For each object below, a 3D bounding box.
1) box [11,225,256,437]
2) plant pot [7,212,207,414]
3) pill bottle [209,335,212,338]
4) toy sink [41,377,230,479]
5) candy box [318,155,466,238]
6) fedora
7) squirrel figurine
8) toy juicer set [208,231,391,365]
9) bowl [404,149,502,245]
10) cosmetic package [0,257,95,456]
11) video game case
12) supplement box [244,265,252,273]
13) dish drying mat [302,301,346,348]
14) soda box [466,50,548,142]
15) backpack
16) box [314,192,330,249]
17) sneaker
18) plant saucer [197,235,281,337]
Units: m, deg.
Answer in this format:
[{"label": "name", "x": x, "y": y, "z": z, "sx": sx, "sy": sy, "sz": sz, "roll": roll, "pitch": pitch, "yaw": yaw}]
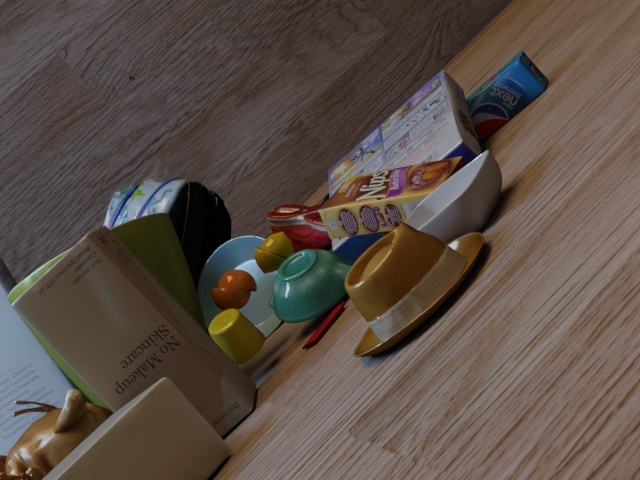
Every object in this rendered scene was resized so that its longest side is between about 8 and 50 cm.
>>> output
[{"label": "box", "x": -0.239, "y": 0.143, "z": 1.327, "sx": 0.148, "sy": 0.311, "sz": 0.121, "roll": -44, "pitch": 5, "yaw": 2}, {"label": "plant pot", "x": -0.282, "y": 0.152, "z": 1.529, "sx": 0.274, "sy": 0.294, "sz": 0.275, "roll": -30, "pitch": -5, "yaw": -3}, {"label": "pill bottle", "x": -0.304, "y": 0.167, "z": 2.109, "sx": 0.363, "sy": 0.210, "sz": 0.210, "roll": -42, "pitch": 6, "yaw": 10}, {"label": "toy sink", "x": -0.239, "y": 0.294, "z": 1.144, "sx": 0.152, "sy": 0.131, "sz": 0.234, "roll": -38, "pitch": 4, "yaw": 45}, {"label": "candy box", "x": 0.104, "y": -0.058, "z": 1.381, "sx": 0.186, "sy": 0.053, "sz": 0.109, "roll": -10, "pitch": 25, "yaw": 32}, {"label": "fedora", "x": 0.084, "y": 0.037, "z": 1.050, "sx": 0.194, "sy": 0.079, "sz": 0.194, "roll": -42, "pitch": 5, "yaw": 5}, {"label": "squirrel figurine", "x": -0.411, "y": 0.383, "z": 1.345, "sx": 0.370, "sy": 0.281, "sz": 0.397, "roll": -34, "pitch": 18, "yaw": -12}, {"label": "toy juicer set", "x": -0.018, "y": 0.048, "z": 1.492, "sx": 0.329, "sy": 0.089, "sz": 0.209, "roll": -31, "pitch": 28, "yaw": 5}, {"label": "bowl", "x": 0.155, "y": -0.030, "z": 1.183, "sx": 0.142, "sy": 0.053, "sz": 0.142, "roll": -38, "pitch": 7, "yaw": 35}, {"label": "cosmetic package", "x": -0.671, "y": 0.275, "z": 1.948, "sx": 0.327, "sy": 0.394, "sz": 0.329, "roll": -33, "pitch": 11, "yaw": -12}, {"label": "video game case", "x": 0.127, "y": -0.115, "z": 1.589, "sx": 0.269, "sy": 0.061, "sz": 0.244, "roll": -40, "pitch": 27, "yaw": 23}, {"label": "supplement box", "x": -0.108, "y": 0.085, "z": 1.894, "sx": 0.081, "sy": 0.104, "sz": 0.188, "roll": -42, "pitch": 6, "yaw": 16}, {"label": "dish drying mat", "x": 0.006, "y": 0.116, "z": 1.363, "sx": 0.083, "sy": 0.008, "sz": 0.032, "roll": -49, "pitch": 7, "yaw": -38}, {"label": "soda box", "x": 0.271, "y": -0.214, "z": 1.649, "sx": 0.210, "sy": 0.067, "sz": 0.071, "roll": -41, "pitch": 7, "yaw": 27}, {"label": "backpack", "x": -0.298, "y": 0.049, "z": 1.867, "sx": 0.273, "sy": 0.290, "sz": 0.356, "roll": 13, "pitch": 72, "yaw": 38}, {"label": "box", "x": -0.009, "y": -0.024, "z": 2.167, "sx": 0.295, "sy": 0.073, "sz": 0.293, "roll": -42, "pitch": 7, "yaw": 9}, {"label": "sneaker", "x": 0.000, "y": 0.000, "z": 1.955, "sx": 0.221, "sy": 0.128, "sz": 0.087, "roll": 10, "pitch": 33, "yaw": 42}, {"label": "plant saucer", "x": -0.127, "y": 0.090, "z": 1.759, "sx": 0.195, "sy": 0.195, "sz": 0.037, "roll": -42, "pitch": -25, "yaw": 14}]
